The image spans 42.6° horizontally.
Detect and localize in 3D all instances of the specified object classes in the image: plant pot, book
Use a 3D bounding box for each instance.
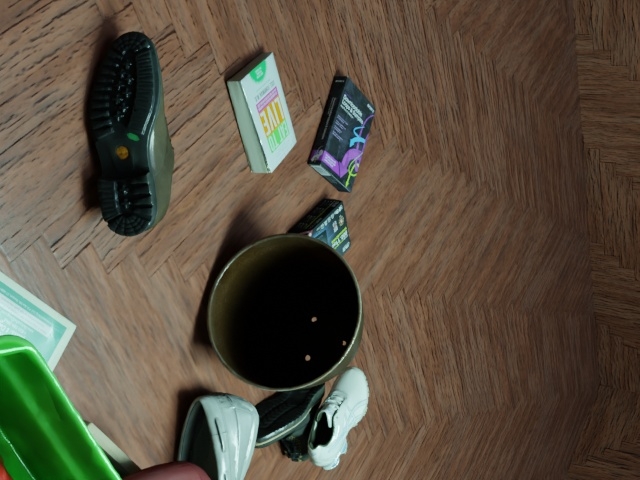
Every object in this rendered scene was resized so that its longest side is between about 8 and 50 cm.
[{"bbox_3d":[-0.024,0.125,1.204,0.230,0.215,0.215,49,55,-68],"label":"plant pot"},{"bbox_3d":[-0.081,-0.183,1.176,0.096,0.035,0.144,-53,137,-44],"label":"book"}]

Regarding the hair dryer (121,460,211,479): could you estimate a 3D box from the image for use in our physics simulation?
[{"bbox_3d":[-0.170,0.353,0.899,0.223,0.080,0.293,-73,150,-49],"label":"hair dryer"}]

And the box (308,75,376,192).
[{"bbox_3d":[0.039,-0.175,1.368,0.116,0.029,0.162,35,66,-55],"label":"box"}]

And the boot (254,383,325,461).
[{"bbox_3d":[-0.051,0.316,1.308,0.198,0.077,0.137,-25,124,-52],"label":"boot"}]

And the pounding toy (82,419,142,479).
[{"bbox_3d":[-0.309,0.267,0.855,0.181,0.094,0.206,-61,143,-30],"label":"pounding toy"}]

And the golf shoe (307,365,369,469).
[{"bbox_3d":[0.028,0.276,1.322,0.086,0.069,0.176,65,40,-55],"label":"golf shoe"}]

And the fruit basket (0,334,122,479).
[{"bbox_3d":[-0.191,0.278,0.516,0.283,0.392,0.392,-49,136,-41],"label":"fruit basket"}]

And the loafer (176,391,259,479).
[{"bbox_3d":[-0.165,0.365,1.108,0.111,0.112,0.319,23,70,-52],"label":"loafer"}]

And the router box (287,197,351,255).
[{"bbox_3d":[0.000,0.000,1.339,0.122,0.038,0.092,-45,134,-44],"label":"router box"}]

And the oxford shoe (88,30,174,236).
[{"bbox_3d":[-0.212,-0.124,0.950,0.096,0.083,0.227,-31,125,-75],"label":"oxford shoe"}]

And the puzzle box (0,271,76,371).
[{"bbox_3d":[-0.380,0.090,0.594,0.409,0.052,0.272,53,53,-49],"label":"puzzle box"}]
